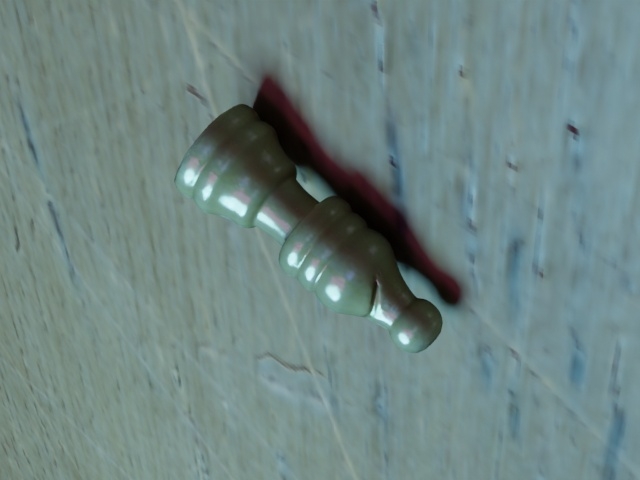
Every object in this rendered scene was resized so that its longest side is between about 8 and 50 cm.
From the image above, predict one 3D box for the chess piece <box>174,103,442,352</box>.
[{"bbox_3d":[0.000,0.000,0.438,0.092,0.035,0.035,41,150,11],"label":"chess piece"}]
